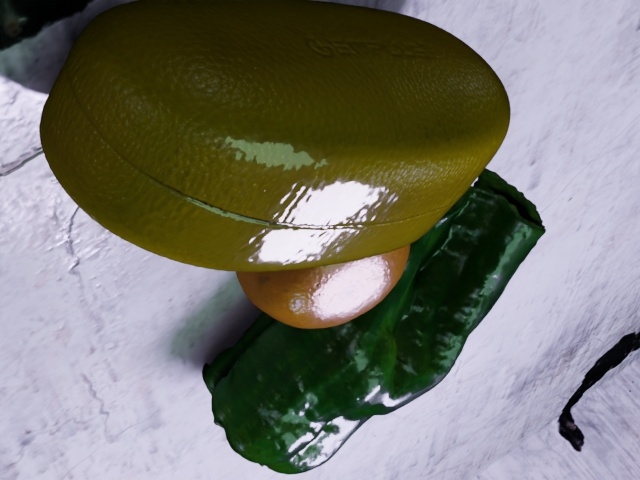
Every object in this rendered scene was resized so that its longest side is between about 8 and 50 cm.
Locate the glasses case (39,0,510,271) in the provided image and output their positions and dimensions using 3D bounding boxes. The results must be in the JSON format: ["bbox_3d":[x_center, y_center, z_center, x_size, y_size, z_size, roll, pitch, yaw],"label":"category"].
[{"bbox_3d":[0.000,-0.082,0.839,0.371,0.173,0.141,-9,146,-49],"label":"glasses case"}]

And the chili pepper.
[{"bbox_3d":[0.053,0.079,1.220,0.385,0.167,0.213,-44,158,8],"label":"chili pepper"}]

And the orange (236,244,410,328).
[{"bbox_3d":[0.000,0.000,1.057,0.156,0.124,0.156,-17,139,-16],"label":"orange"}]
